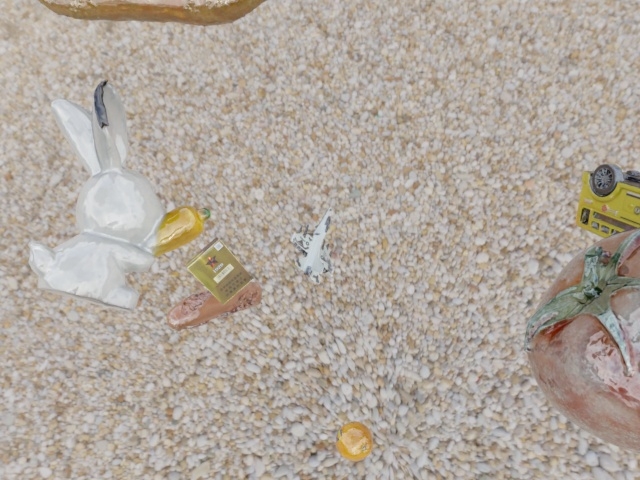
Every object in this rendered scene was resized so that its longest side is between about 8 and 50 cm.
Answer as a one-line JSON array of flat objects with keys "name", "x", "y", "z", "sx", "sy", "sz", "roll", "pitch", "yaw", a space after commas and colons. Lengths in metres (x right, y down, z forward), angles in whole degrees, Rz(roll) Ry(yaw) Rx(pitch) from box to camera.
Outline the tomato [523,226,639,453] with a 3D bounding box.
[{"name": "tomato", "x": 0.446, "y": 0.131, "z": 0.764, "sx": 0.282, "sy": 0.316, "sz": 0.317, "roll": 40, "pitch": 78, "yaw": -9}]

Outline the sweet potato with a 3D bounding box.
[{"name": "sweet potato", "x": -0.194, "y": -0.296, "z": 0.675, "sx": 0.314, "sy": 0.066, "sz": 0.072, "roll": 3, "pitch": 31, "yaw": 5}]

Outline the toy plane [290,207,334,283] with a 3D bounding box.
[{"name": "toy plane", "x": -0.013, "y": 0.010, "z": 1.416, "sx": 0.082, "sy": 0.160, "sz": 0.234, "roll": -28, "pitch": 35, "yaw": 31}]

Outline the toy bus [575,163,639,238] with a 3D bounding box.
[{"name": "toy bus", "x": 0.612, "y": -0.036, "z": 0.963, "sx": 0.145, "sy": 0.331, "sz": 0.151, "roll": 0, "pitch": 110, "yaw": -20}]

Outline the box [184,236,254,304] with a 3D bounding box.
[{"name": "box", "x": -0.214, "y": 0.067, "z": 1.192, "sx": 0.090, "sy": 0.133, "sz": 0.023, "roll": -44, "pitch": 38, "yaw": -10}]

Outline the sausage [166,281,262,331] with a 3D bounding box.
[{"name": "sausage", "x": -0.249, "y": 0.156, "z": 1.401, "sx": 0.079, "sy": 0.326, "sz": 0.087, "roll": 47, "pitch": 116, "yaw": 18}]

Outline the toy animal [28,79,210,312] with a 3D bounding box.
[{"name": "toy animal", "x": -0.186, "y": -0.034, "z": 0.504, "sx": 0.131, "sy": 0.127, "sz": 0.182, "roll": 5, "pitch": 70, "yaw": 28}]

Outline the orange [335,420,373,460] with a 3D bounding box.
[{"name": "orange", "x": 0.074, "y": 0.430, "z": 1.197, "sx": 0.083, "sy": 0.083, "sz": 0.083, "roll": -2, "pitch": 70, "yaw": 6}]
